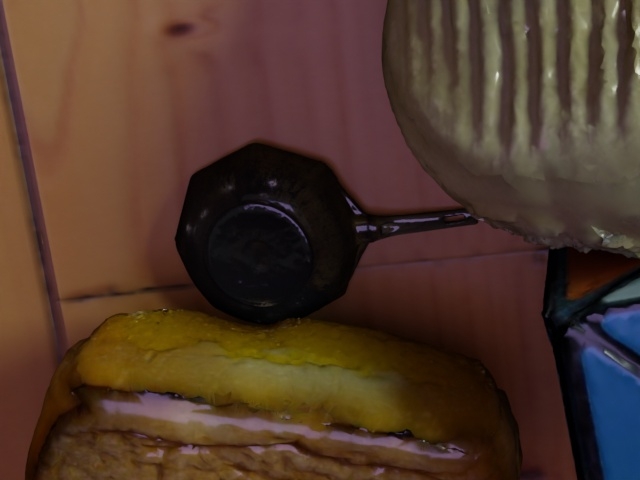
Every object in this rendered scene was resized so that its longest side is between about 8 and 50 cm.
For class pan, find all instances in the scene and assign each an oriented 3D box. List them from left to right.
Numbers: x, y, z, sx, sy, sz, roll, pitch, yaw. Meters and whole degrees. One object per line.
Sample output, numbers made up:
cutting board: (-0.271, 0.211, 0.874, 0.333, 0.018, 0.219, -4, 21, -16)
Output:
pan: (-0.008, -0.014, 1.209, 0.202, 0.048, 0.128, -28, 104, 16)

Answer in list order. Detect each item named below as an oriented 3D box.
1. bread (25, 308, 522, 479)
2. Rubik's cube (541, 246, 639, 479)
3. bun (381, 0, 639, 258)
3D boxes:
bread: (-0.034, 0.209, 1.233, 0.337, 0.148, 0.328, 5, 118, 5)
Rubik's cube: (0.282, 0.094, 1.101, 0.246, 0.250, 0.248, -10, 108, 11)
bun: (0.210, -0.153, 1.038, 0.362, 0.234, 0.326, -38, 68, 15)
